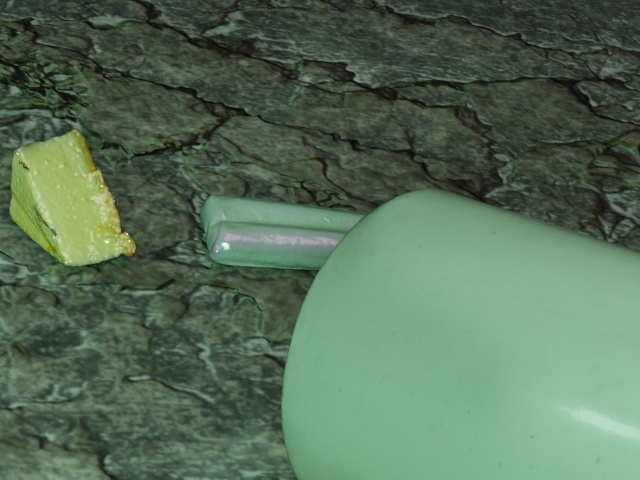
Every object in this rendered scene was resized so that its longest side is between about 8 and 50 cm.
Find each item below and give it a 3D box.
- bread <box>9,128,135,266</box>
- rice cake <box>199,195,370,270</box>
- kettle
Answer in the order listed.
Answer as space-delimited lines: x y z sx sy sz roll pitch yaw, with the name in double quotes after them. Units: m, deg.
-0.217 -0.032 1.368 0.084 0.080 0.109 -18 42 -40 "bread"
0.001 0.000 1.456 0.221 0.042 0.080 6 30 -17 "rice cake"
0.166 0.167 1.015 0.376 0.250 0.361 16 67 40 "kettle"
